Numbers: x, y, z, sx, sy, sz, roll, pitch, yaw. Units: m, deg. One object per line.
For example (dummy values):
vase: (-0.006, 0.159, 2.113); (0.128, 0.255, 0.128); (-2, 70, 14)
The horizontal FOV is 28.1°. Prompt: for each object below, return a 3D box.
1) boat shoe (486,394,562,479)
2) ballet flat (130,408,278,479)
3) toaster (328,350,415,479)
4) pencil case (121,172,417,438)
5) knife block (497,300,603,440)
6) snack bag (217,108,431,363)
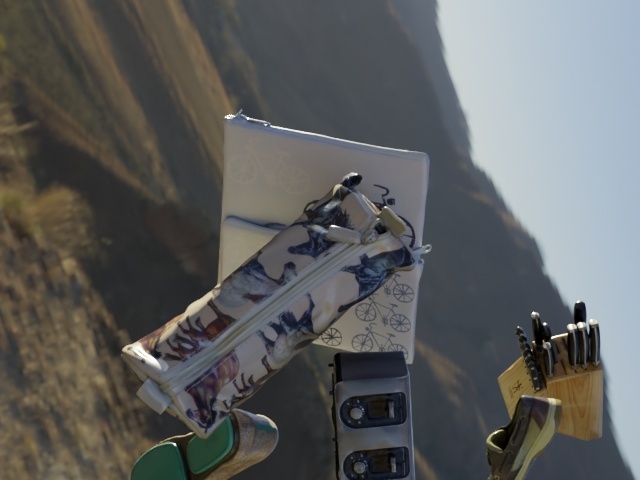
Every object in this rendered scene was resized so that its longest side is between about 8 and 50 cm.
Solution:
boat shoe: (0.281, 0.307, 1.895); (0.080, 0.073, 0.223); (-70, -176, -54)
ballet flat: (-0.167, 0.332, 1.906); (0.106, 0.316, 0.107); (5, 66, -37)
toaster: (0.069, 0.247, 1.764); (0.186, 0.110, 0.168); (-92, 179, -80)
pencil case: (-0.066, 0.090, 1.688); (0.160, 0.410, 0.183); (49, -11, 12)
knife block: (0.424, 0.210, 2.110); (0.275, 0.242, 0.088); (20, 40, -32)
snack bag: (0.000, 0.000, 1.863); (0.037, 0.323, 0.342); (-50, 149, -59)
